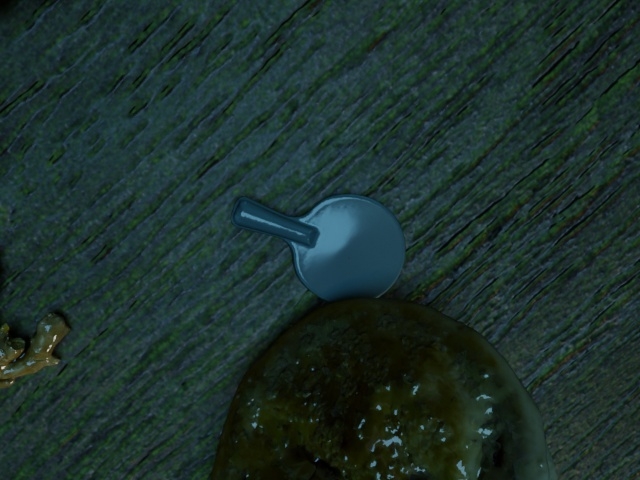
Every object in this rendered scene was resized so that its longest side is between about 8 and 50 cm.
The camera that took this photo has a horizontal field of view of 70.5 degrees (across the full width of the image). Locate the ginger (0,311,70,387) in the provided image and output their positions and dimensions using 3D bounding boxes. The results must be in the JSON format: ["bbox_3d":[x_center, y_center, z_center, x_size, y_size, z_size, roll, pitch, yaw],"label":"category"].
[{"bbox_3d":[-0.428,0.101,0.577,0.193,0.052,0.176,17,92,-8],"label":"ginger"}]

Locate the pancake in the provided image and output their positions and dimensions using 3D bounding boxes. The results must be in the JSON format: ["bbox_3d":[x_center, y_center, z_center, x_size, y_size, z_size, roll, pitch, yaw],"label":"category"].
[{"bbox_3d":[0.042,0.224,0.485,0.387,0.387,0.082,-36,135,2],"label":"pancake"}]

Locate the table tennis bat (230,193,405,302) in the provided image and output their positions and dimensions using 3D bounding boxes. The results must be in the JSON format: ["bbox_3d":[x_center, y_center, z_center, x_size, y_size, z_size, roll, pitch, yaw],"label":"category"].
[{"bbox_3d":[0.000,0.000,0.605,0.244,0.040,0.153,19,96,-12],"label":"table tennis bat"}]

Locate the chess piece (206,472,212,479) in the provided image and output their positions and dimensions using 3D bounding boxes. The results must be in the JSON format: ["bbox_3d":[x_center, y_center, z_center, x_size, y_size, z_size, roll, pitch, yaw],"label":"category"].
[{"bbox_3d":[0.007,0.327,0.595,0.299,0.194,0.194,-16,100,7],"label":"chess piece"}]
